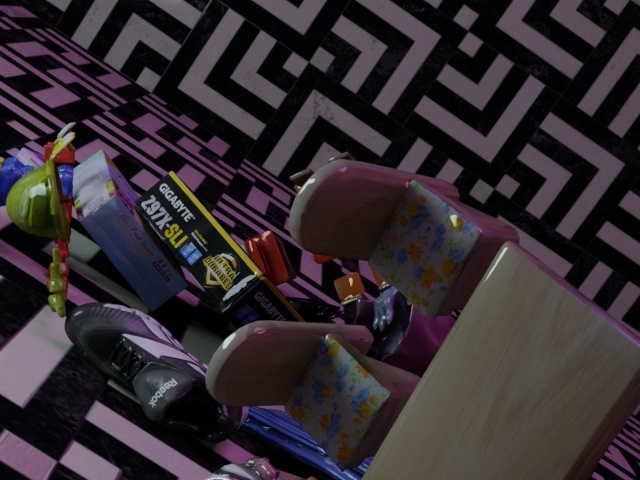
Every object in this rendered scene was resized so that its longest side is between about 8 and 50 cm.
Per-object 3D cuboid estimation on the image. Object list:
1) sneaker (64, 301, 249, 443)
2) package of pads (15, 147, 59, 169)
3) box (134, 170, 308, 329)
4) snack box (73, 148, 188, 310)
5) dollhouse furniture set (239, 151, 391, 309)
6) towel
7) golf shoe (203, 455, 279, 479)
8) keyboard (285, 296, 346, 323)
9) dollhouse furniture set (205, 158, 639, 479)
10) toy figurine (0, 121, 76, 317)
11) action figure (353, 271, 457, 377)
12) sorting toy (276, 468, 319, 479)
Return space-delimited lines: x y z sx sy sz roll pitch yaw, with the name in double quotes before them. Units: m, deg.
"sneaker" -0.180 0.148 1.221 0.234 0.078 0.106 35 7 -7
"package of pads" -0.439 -0.111 1.758 0.083 0.032 0.050 38 7 19
"box" -0.099 0.077 1.546 0.257 0.079 0.322 48 -3 41
"snack box" -0.276 -0.019 1.579 0.174 0.070 0.207 56 -2 -28
"dollhouse furniture set" 0.000 0.000 1.999 0.135 0.259 0.262 29 39 -76
"towel" 0.070 0.282 1.405 0.243 0.040 0.336 21 -2 40
"golf shoe" -0.048 0.288 1.058 0.086 0.067 0.186 -11 39 -38
"keyboard" -0.023 0.129 2.029 0.100 0.038 0.192 13 1 24
"dollhouse furniture set" 0.036 0.194 0.657 0.256 0.394 0.362 7 27 -49
"toy figurine" -0.409 -0.037 1.334 0.217 0.191 0.362 3 15 -12
"action figure" 0.215 0.174 1.785 0.370 0.275 0.248 10 -17 -24
"sorting toy" 0.042 0.324 1.223 0.208 0.038 0.193 25 14 -45
